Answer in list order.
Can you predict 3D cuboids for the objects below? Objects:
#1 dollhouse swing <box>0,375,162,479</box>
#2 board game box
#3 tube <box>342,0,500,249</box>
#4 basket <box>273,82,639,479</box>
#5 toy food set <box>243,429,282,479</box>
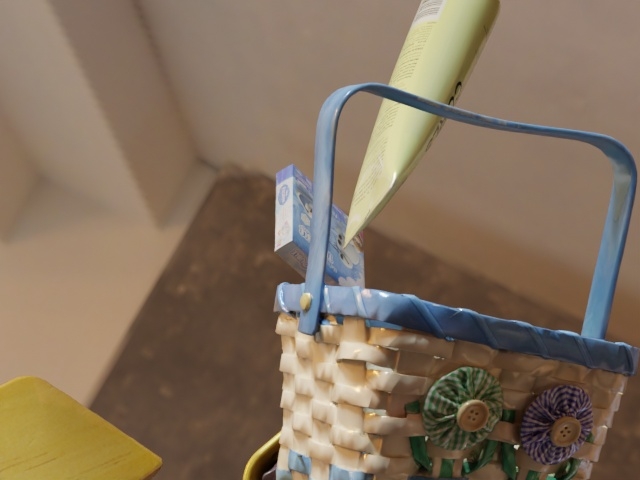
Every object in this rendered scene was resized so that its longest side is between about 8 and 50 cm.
[{"bbox_3d":[-0.374,0.201,1.398,0.305,0.347,0.315,45,27,9],"label":"dollhouse swing"},{"bbox_3d":[0.000,0.000,1.507,0.020,0.090,0.090,-30,-54,25],"label":"board game box"},{"bbox_3d":[0.073,-0.101,1.471,0.062,0.240,0.070,3,-42,27],"label":"tube"},{"bbox_3d":[0.098,0.052,1.345,0.255,0.289,0.201,9,-7,-28],"label":"basket"},{"bbox_3d":[0.016,0.209,1.771,0.071,0.218,0.128,37,-20,37],"label":"toy food set"}]
